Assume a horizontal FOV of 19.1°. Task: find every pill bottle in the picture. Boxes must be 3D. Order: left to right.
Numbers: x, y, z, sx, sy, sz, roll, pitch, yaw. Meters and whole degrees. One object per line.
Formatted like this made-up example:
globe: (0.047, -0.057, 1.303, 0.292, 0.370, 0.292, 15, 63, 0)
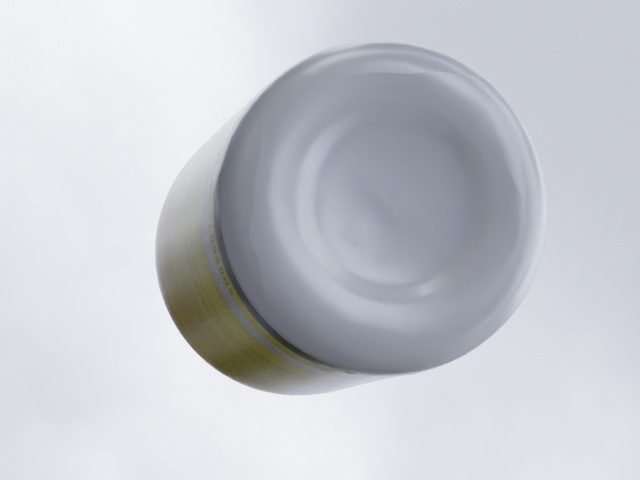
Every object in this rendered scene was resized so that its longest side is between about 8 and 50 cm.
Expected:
pill bottle: (0.000, 0.000, 0.648, 0.103, 0.103, 0.184, 59, -16, -1)
